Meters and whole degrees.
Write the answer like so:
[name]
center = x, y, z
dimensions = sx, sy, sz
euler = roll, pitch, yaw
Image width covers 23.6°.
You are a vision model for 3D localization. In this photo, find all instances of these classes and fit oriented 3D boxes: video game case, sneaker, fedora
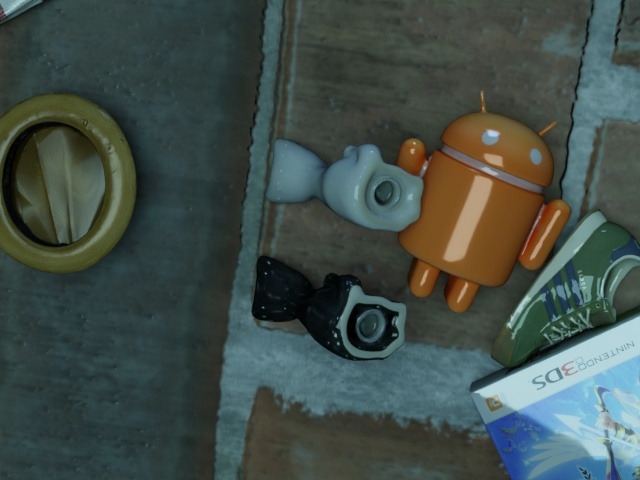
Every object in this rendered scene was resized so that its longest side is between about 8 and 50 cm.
[video game case]
center = 0.324, 0.223, 1.612
dimensions = 0.244, 0.061, 0.269
euler = -26, 92, 11
[sneaker]
center = 0.264, 0.066, 1.585
dimensions = 0.086, 0.064, 0.192
euler = 36, 90, 23
[fedora]
center = -0.279, -0.061, 1.662
dimensions = 0.194, 0.079, 0.194
euler = 0, 89, 9

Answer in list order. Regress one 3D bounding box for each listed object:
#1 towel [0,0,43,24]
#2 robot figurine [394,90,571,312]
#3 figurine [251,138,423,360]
[towel]
center = -0.389, -0.346, 1.673
dimensions = 0.329, 0.037, 0.237
euler = -28, 89, 8
[robot figurine]
center = 0.158, -0.038, 1.576
dimensions = 0.158, 0.128, 0.219
euler = 30, 100, 36
[figurine]
center = 0.000, 0.000, 1.591
dimensions = 0.092, 0.209, 0.214
euler = 4, 96, -36
